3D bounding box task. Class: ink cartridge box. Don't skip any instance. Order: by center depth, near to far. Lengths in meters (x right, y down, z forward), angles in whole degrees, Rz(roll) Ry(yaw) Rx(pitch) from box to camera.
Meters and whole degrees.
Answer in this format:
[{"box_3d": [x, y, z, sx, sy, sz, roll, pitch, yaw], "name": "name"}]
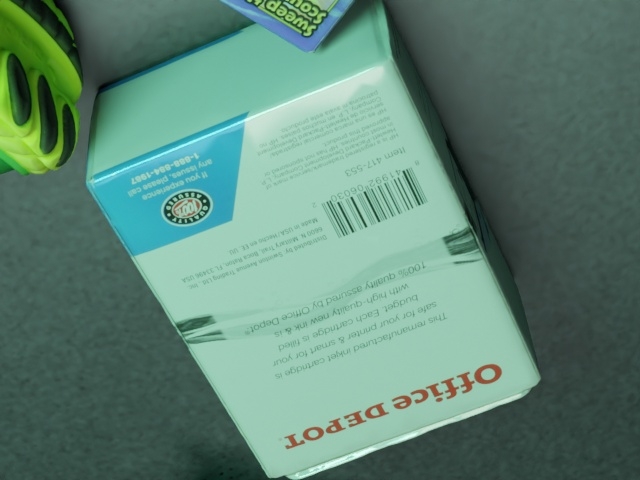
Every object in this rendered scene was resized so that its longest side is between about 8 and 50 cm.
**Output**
[{"box_3d": [0.000, 0.000, 0.824, 0.140, 0.082, 0.190, -21, 125, 10], "name": "ink cartridge box"}]

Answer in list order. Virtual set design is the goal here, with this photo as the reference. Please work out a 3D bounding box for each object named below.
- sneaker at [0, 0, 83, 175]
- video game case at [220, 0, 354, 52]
[{"box_3d": [-0.206, -0.093, 0.689, 0.123, 0.109, 0.295, -18, 146, 20], "name": "sneaker"}, {"box_3d": [-0.042, -0.233, 0.669, 0.269, 0.061, 0.244, 29, 117, -23], "name": "video game case"}]
